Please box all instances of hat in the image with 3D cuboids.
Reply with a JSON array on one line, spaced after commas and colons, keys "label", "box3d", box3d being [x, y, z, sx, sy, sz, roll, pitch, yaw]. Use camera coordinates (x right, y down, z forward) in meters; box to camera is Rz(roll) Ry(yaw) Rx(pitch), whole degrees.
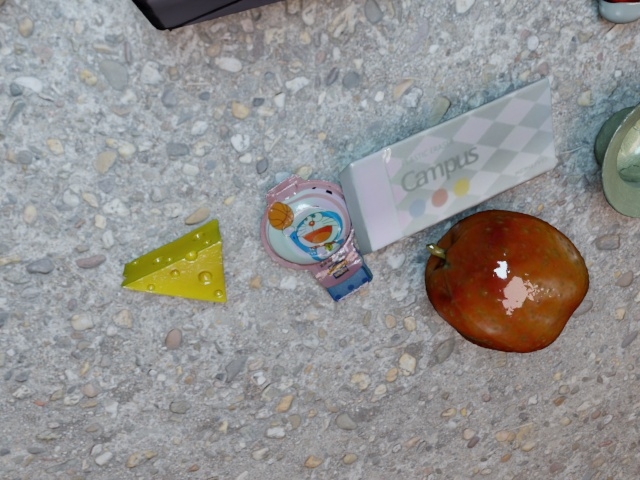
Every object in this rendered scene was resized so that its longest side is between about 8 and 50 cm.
[{"label": "hat", "box3d": [0.613, -0.185, 1.095, 0.257, 0.130, 0.257, -7, 119, -13]}]

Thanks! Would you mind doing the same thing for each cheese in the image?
[{"label": "cheese", "box3d": [-0.254, 0.047, 0.981, 0.171, 0.093, 0.126, -7, 118, -12]}, {"label": "cheese", "box3d": [0.000, 0.000, 1.043, 0.189, 0.074, 0.286, -32, 121, 3]}]

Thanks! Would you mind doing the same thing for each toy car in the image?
[{"label": "toy car", "box3d": [0.521, -0.428, 0.970, 0.139, 0.112, 0.112, -7, 134, -2]}]

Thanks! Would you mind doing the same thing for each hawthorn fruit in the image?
[{"label": "hawthorn fruit", "box3d": [0.331, 0.070, 1.074, 0.300, 0.275, 0.275, 26, 107, -11]}]

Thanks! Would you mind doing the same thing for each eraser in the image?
[{"label": "eraser", "box3d": [0.235, -0.126, 1.013, 0.397, 0.082, 0.213, -25, 119, -12]}]

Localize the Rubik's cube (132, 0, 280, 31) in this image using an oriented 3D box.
[{"label": "Rubik's cube", "box3d": [-0.101, -0.433, 0.626, 0.305, 0.310, 0.307, -17, 107, -5]}]
